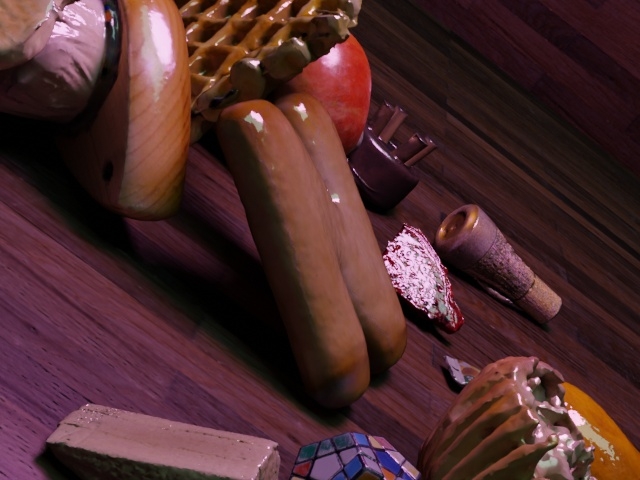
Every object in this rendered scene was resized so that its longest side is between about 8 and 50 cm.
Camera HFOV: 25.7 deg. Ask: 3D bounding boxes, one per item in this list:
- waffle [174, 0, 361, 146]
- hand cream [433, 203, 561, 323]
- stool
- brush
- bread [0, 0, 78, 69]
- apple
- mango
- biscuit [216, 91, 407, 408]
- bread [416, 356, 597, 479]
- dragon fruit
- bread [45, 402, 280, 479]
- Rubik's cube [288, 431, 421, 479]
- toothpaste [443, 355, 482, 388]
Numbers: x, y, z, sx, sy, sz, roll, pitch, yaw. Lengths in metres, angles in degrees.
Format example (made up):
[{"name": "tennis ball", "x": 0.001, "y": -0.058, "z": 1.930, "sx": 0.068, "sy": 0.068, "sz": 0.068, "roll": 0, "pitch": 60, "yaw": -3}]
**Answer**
[{"name": "waffle", "x": -0.089, "y": -0.202, "z": 1.447, "sx": 0.297, "sy": 0.317, "sz": 0.073, "roll": -101, "pitch": 165, "yaw": -59}, {"name": "hand cream", "x": 0.243, "y": 0.040, "z": 1.865, "sx": 0.203, "sy": 0.084, "sz": 0.084, "roll": 40, "pitch": 17, "yaw": -22}, {"name": "stool", "x": 0.061, "y": -0.121, "z": 1.816, "sx": 0.217, "sy": 0.121, "sz": 0.125, "roll": 28, "pitch": 22, "yaw": -46}, {"name": "brush", "x": -0.218, "y": -0.134, "z": 1.255, "sx": 0.166, "sy": 0.174, "sz": 0.267, "roll": 8, "pitch": 48, "yaw": -38}, {"name": "bread", "x": -0.327, "y": -0.242, "z": 1.174, "sx": 0.316, "sy": 0.316, "sz": 0.054, "roll": 48, "pitch": -23, "yaw": 26}, {"name": "apple", "x": -0.040, "y": -0.175, "z": 1.628, "sx": 0.209, "sy": 0.209, "sz": 0.164, "roll": 45, "pitch": 15, "yaw": 18}, {"name": "mango", "x": 0.263, "y": 0.230, "z": 1.388, "sx": 0.227, "sy": 0.109, "sz": 0.147, "roll": 50, "pitch": -3, "yaw": 31}, {"name": "biscuit", "x": 0.000, "y": 0.000, "z": 1.313, "sx": 0.291, "sy": 0.062, "sz": 0.237, "roll": 70, "pitch": 18, "yaw": -1}, {"name": "bread", "x": 0.161, "y": 0.226, "z": 1.081, "sx": 0.274, "sy": 0.149, "sz": 0.274, "roll": -19, "pitch": 90, "yaw": -85}, {"name": "dragon fruit", "x": 0.114, "y": 0.058, "z": 1.621, "sx": 0.131, "sy": 0.063, "sz": 0.097, "roll": 42, "pitch": 51, "yaw": 9}, {"name": "bread", "x": -0.104, "y": 0.178, "z": 0.932, "sx": 0.152, "sy": 0.105, "sz": 0.077, "roll": 10, "pitch": 13, "yaw": 14}, {"name": "Rubik's cube", "x": 0.023, "y": 0.194, "z": 1.026, "sx": 0.111, "sy": 0.111, "sz": 0.093, "roll": 45, "pitch": 44, "yaw": 19}, {"name": "toothpaste", "x": 0.219, "y": 0.181, "z": 1.539, "sx": 0.204, "sy": 0.031, "sz": 0.049, "roll": 28, "pitch": 21, "yaw": -23}]
